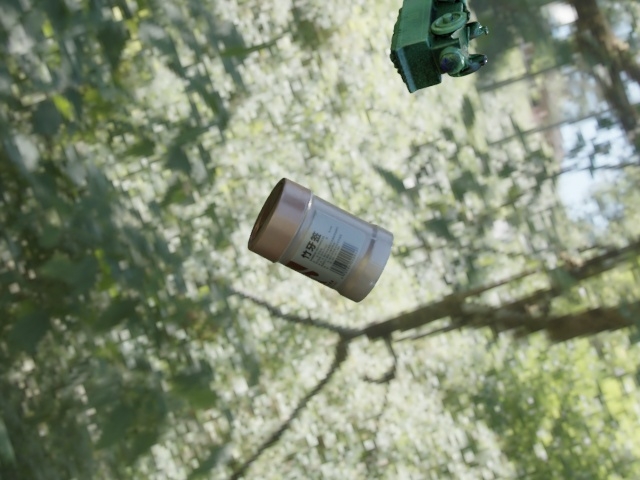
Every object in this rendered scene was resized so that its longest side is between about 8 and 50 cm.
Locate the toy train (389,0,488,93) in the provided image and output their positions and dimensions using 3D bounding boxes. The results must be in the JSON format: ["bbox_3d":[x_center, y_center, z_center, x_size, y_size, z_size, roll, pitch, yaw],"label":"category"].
[{"bbox_3d":[0.123,-0.219,1.273,0.172,0.099,0.070,-77,149,-57],"label":"toy train"}]

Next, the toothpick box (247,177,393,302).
[{"bbox_3d":[0.000,0.000,1.429,0.149,0.098,0.098,26,9,-12],"label":"toothpick box"}]
